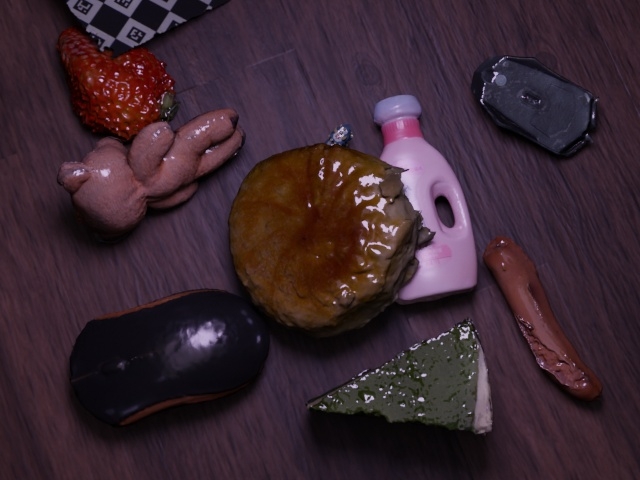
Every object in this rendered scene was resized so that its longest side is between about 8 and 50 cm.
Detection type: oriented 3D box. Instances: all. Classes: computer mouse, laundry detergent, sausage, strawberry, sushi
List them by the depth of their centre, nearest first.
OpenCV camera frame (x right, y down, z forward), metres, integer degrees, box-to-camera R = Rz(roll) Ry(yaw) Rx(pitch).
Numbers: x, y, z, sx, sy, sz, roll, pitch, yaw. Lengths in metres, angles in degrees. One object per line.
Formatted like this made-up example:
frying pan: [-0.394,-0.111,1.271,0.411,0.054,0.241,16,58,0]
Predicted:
computer mouse: [-0.240,0.179,1.761,0.323,0.116,0.183,-16,75,-3]
sausage: [0.352,0.129,1.796,0.078,0.078,0.304,-28,84,-6]
laundry detergent: [0.156,-0.070,1.824,0.159,0.088,0.335,-10,79,-3]
strawberry: [-0.350,-0.266,1.846,0.236,0.107,0.175,22,80,4]
computer mouse: [0.357,-0.227,1.867,0.231,0.071,0.126,26,93,-4]
sushi: [-0.340,-0.453,1.912,0.264,0.050,0.290,-35,79,-27]

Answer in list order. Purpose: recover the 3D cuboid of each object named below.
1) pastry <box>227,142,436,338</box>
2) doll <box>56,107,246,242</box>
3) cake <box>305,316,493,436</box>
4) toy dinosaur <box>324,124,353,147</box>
pastry: [0.000,0.000,1.751,0.329,0.136,0.330,-3,83,21]
doll: [-0.272,-0.133,1.797,0.303,0.201,0.156,-33,58,-11]
cake: [0.134,0.258,1.727,0.283,0.158,0.172,-26,82,-4]
toy dinosaur: [0.025,-0.161,1.850,0.030,0.083,0.047,44,53,7]
